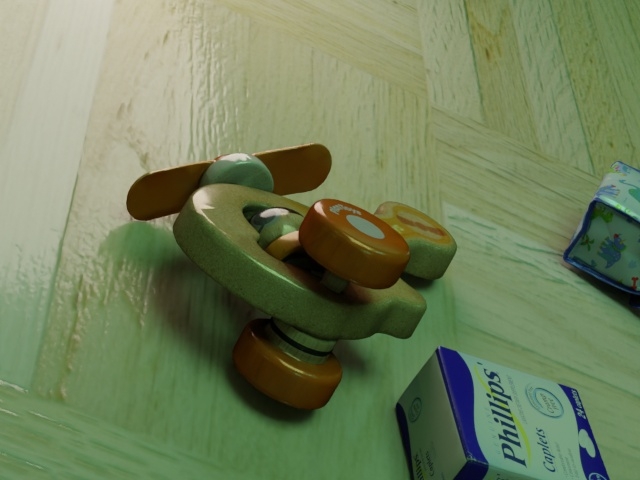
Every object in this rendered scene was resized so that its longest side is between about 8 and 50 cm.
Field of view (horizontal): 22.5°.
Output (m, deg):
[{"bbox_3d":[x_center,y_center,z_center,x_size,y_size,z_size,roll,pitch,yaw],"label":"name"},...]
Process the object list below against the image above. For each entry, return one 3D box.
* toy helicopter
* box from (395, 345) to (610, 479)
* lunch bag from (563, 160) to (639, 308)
[{"bbox_3d":[0.000,0.000,1.325,0.235,0.140,0.355,36,19,22],"label":"toy helicopter"},{"bbox_3d":[0.141,0.163,1.237,0.137,0.072,0.126,18,33,-22],"label":"box"},{"bbox_3d":[0.334,0.004,1.615,0.151,0.096,0.129,26,30,9],"label":"lunch bag"}]
